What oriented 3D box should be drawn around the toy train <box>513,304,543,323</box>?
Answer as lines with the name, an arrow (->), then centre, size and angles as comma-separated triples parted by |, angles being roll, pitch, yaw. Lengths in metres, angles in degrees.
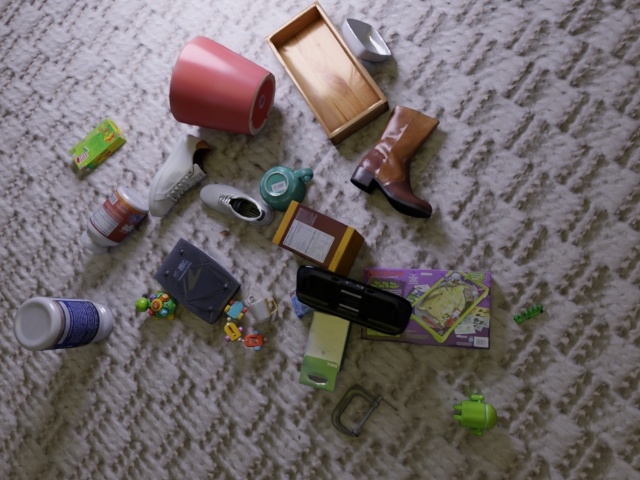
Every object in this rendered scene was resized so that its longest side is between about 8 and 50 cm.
toy train -> 0.555, 0.197, 1.309 | 0.083, 0.017, 0.024 | -28, 86, 8

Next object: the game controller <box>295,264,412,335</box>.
game controller -> 0.082, 0.159, 1.305 | 0.319, 0.167, 0.067 | 18, 45, 11

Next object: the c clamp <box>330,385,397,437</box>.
c clamp -> 0.111, 0.483, 1.371 | 0.137, 0.022, 0.161 | 42, 92, 15

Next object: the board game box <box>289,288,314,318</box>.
board game box -> -0.039, 0.169, 1.435 | 0.090, 0.020, 0.090 | -32, 48, 6

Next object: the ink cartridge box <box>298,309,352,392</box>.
ink cartridge box -> 0.016, 0.311, 1.398 | 0.108, 0.062, 0.209 | 11, 85, 14

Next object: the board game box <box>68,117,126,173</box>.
board game box -> -0.768, -0.326, 1.694 | 0.181, 0.043, 0.092 | -38, 76, 6

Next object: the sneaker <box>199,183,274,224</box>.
sneaker -> -0.267, -0.120, 1.516 | 0.258, 0.091, 0.094 | 18, 86, 15

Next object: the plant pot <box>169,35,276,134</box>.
plant pot -> -0.283, -0.453, 1.496 | 0.243, 0.275, 0.275 | 20, 87, 7

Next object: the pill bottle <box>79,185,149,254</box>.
pill bottle -> -0.670, -0.061, 1.591 | 0.216, 0.121, 0.121 | -46, 74, 4

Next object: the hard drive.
hard drive -> -0.377, 0.124, 1.526 | 0.254, 0.054, 0.172 | 35, 91, 16

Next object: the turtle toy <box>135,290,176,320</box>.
turtle toy -> -0.514, 0.203, 1.541 | 0.130, 0.066, 0.095 | -2, 81, 13

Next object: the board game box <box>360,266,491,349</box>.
board game box -> 0.289, 0.183, 1.362 | 0.346, 0.056, 0.208 | 2, 86, 14

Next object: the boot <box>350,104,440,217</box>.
boot -> 0.263, -0.228, 1.425 | 0.264, 0.096, 0.280 | 31, 82, 23

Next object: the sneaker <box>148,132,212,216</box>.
sneaker -> -0.442, -0.196, 1.562 | 0.123, 0.106, 0.290 | 24, 87, 18

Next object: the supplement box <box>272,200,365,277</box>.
supplement box -> 0.000, 0.000, 1.382 | 0.194, 0.191, 0.129 | 25, 88, 15

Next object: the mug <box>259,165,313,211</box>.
mug -> -0.111, -0.170, 1.483 | 0.129, 0.097, 0.158 | 27, 89, 16

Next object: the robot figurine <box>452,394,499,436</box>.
robot figurine -> 0.405, 0.455, 1.280 | 0.115, 0.067, 0.101 | 2, 74, 14

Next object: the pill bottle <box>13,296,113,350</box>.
pill bottle -> -0.767, 0.251, 1.493 | 0.153, 0.264, 0.153 | -2, 81, 15

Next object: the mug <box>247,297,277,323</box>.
mug -> -0.168, 0.208, 1.452 | 0.078, 0.062, 0.064 | -25, 83, -2

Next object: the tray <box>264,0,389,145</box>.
tray -> 0.016, -0.517, 1.518 | 0.202, 0.076, 0.411 | -33, 77, 7

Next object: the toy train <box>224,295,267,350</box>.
toy train -> -0.229, 0.254, 1.479 | 0.125, 0.046, 0.166 | -5, 68, -14

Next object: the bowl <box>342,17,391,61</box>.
bowl -> 0.131, -0.594, 1.478 | 0.053, 0.142, 0.142 | -43, 67, 39
